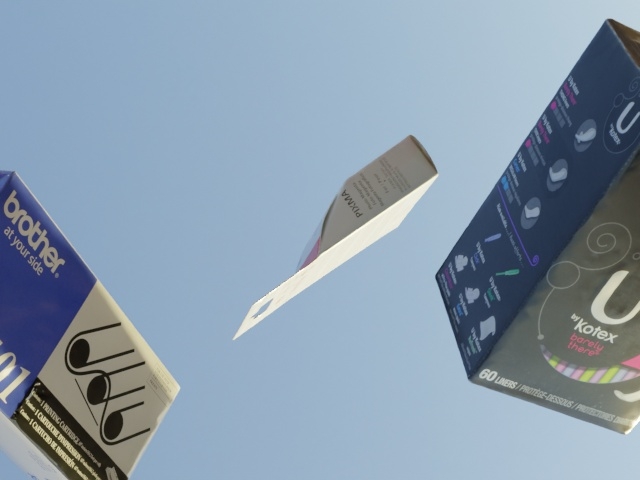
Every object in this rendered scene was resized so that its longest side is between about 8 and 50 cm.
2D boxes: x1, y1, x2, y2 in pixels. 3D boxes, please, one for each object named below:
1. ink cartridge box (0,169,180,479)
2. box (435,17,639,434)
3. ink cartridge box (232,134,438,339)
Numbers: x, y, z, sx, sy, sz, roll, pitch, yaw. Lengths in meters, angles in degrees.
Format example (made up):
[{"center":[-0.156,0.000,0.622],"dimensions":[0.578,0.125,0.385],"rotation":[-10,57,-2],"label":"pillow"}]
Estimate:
[{"center":[-0.159,0.062,0.702],"dimensions":[0.097,0.046,0.207],"rotation":[-62,-37,-30],"label":"ink cartridge box"},{"center":[0.233,-0.005,0.980],"dimensions":[0.165,0.270,0.143],"rotation":[19,-150,-20],"label":"box"},{"center":[0.000,0.000,1.285],"dimensions":[0.066,0.232,0.189],"rotation":[57,164,8],"label":"ink cartridge box"}]
